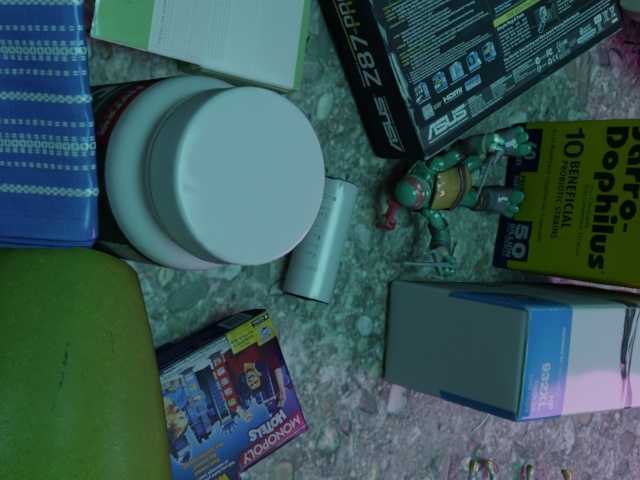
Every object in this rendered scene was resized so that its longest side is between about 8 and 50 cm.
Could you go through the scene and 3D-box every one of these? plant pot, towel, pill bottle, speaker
[{"bbox_3d":[-0.237,0.159,0.855,0.274,0.274,0.294,20,66,-36],"label":"plant pot"},{"bbox_3d":[-0.292,-0.155,0.776,0.040,0.243,0.336,-56,148,-67],"label":"towel"},{"bbox_3d":[-0.135,-0.059,0.882,0.161,0.283,0.161,-3,96,-37],"label":"pill bottle"},{"bbox_3d":[0.000,0.000,1.131,0.055,0.055,0.136,18,82,-36],"label":"speaker"}]

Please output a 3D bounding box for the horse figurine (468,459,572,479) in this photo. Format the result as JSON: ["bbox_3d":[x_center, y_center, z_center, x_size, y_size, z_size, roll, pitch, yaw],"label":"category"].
[{"bbox_3d":[0.250,0.379,1.345,0.263,0.066,0.174,13,80,-34],"label":"horse figurine"}]

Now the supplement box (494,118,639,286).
[{"bbox_3d":[0.414,-0.036,1.251,0.195,0.356,0.194,9,88,-37],"label":"supplement box"}]

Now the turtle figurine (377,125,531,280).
[{"bbox_3d":[0.160,-0.062,1.204,0.234,0.118,0.175,-21,140,-47],"label":"turtle figurine"}]

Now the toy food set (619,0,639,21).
[{"bbox_3d":[0.506,-0.324,1.444,0.306,0.092,0.220,43,67,-50],"label":"toy food set"}]

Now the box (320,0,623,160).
[{"bbox_3d":[0.177,-0.320,1.212,0.395,0.097,0.318,-35,115,-29],"label":"box"}]

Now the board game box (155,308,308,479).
[{"bbox_3d":[-0.115,0.195,1.058,0.194,0.060,0.194,-27,110,-32],"label":"board game box"}]

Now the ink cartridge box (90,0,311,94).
[{"bbox_3d":[-0.117,-0.252,1.023,0.235,0.056,0.171,9,88,-34],"label":"ink cartridge box"}]

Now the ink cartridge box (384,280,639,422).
[{"bbox_3d":[0.264,0.122,1.234,0.307,0.223,0.129,2,93,-37],"label":"ink cartridge box"}]
